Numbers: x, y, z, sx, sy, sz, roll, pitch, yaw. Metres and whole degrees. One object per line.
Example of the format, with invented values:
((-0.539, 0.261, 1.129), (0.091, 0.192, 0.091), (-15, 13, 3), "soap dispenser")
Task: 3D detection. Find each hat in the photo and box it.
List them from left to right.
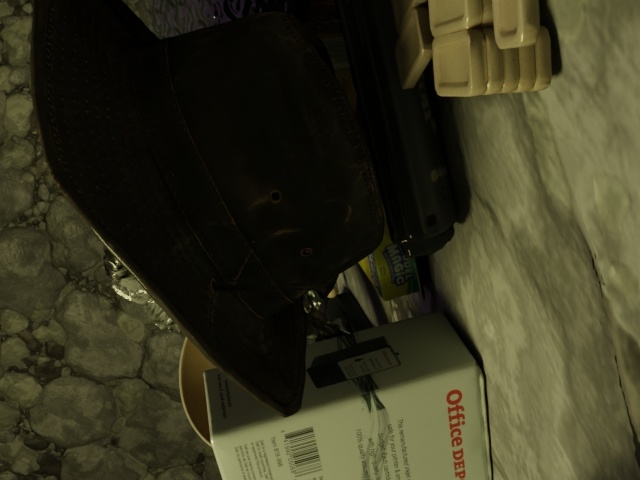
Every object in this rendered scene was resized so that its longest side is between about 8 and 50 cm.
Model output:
((-0.035, -0.055, 0.511), (0.331, 0.134, 0.331), (61, -167, -24), "hat")

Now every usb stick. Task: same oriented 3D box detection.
((0.041, -0.128, 0.512), (0.077, 0.045, 0.278), (-39, -63, -68), "usb stick")

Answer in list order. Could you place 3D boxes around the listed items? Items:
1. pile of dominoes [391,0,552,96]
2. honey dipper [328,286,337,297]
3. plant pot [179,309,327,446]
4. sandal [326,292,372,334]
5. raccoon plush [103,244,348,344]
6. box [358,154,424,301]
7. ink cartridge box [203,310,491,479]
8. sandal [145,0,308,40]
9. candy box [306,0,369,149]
((0.068, -0.195, 0.366), (0.196, 0.040, 0.251), (-130, 33, -77), "pile of dominoes")
((0.000, 0.000, 1.075), (0.030, 0.030, 0.160), (-176, 76, -81), "honey dipper")
((-0.069, 0.218, 1.328), (0.191, 0.284, 0.284), (22, -137, -55), "plant pot")
((0.037, 0.135, 1.036), (0.254, 0.054, 0.097), (-138, 34, -75), "sandal")
((-0.024, -0.028, 0.859), (0.299, 0.446, 0.216), (-58, 3, 28), "raccoon plush")
((0.049, -0.019, 0.724), (0.179, 0.043, 0.105), (-126, 21, -64), "box")
((0.024, 0.160, 0.642), (0.087, 0.208, 0.153), (-113, 12, -60), "ink cartridge box")
((-0.058, -0.313, 0.633), (0.167, 0.107, 0.445), (14, 111, 38), "sandal")
((0.000, -0.145, 0.696), (0.186, 0.053, 0.109), (-111, 19, -49), "candy box")
